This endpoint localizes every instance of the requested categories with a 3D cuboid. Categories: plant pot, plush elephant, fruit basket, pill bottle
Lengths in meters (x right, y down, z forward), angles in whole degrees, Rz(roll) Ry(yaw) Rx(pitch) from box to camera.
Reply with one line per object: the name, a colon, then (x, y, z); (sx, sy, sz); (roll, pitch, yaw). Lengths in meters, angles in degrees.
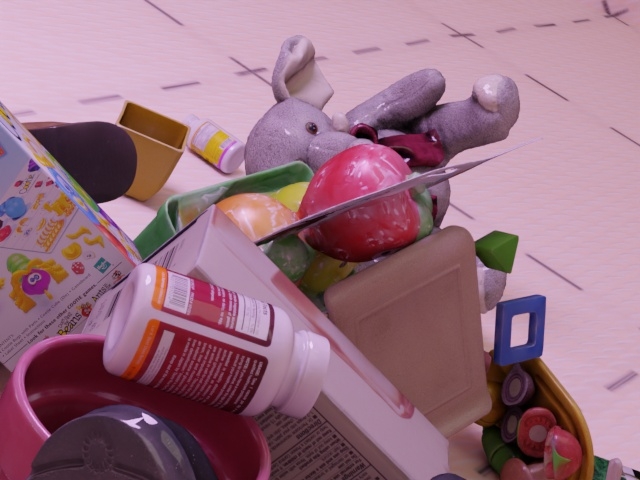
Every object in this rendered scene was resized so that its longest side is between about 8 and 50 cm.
plant pot: (-0.159, 0.197, 1.309); (0.201, 0.180, 0.201); (21, 23, -10)
plant pot: (-0.200, -0.094, 2.005); (0.081, 0.083, 0.081); (23, 22, -7)
plush elephant: (0.032, -0.082, 2.006); (0.330, 0.271, 0.255); (6, -8, 39)
fruit basket: (0.000, 0.000, 1.700); (0.327, 0.353, 0.165); (-19, 92, -53)
pill bottle: (-0.132, -0.120, 2.182); (0.083, 0.043, 0.043); (36, 25, 22)
pill bottle: (-0.075, 0.078, 1.309); (0.152, 0.086, 0.086); (20, 24, -15)

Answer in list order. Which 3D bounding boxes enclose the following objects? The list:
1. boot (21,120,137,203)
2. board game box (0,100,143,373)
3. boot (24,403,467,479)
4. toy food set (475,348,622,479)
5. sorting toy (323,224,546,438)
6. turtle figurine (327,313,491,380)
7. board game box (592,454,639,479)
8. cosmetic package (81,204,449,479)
boot: (-0.333, -0.071, 1.695); (0.305, 0.112, 0.115); (1, 3, -36)
board game box: (-0.292, -0.031, 1.532); (0.275, 0.144, 0.142); (49, 1, -22)
boot: (0.006, 0.242, 1.206); (0.146, 0.367, 0.445); (1, 10, 35)
toy food set: (0.201, 0.201, 1.764); (0.071, 0.128, 0.218); (-11, 43, -28)
sorting toy: (0.075, 0.102, 1.667); (0.348, 0.196, 0.047); (-26, 27, -35)
turtle figurine: (0.080, 0.087, 1.900); (0.217, 0.087, 0.269); (17, 15, -34)
board game box: (0.336, 0.309, 1.778); (0.136, 0.030, 0.259); (18, 24, -14)
cosmetic package: (-0.044, 0.136, 1.465); (0.296, 0.153, 0.129); (47, 20, -15)
